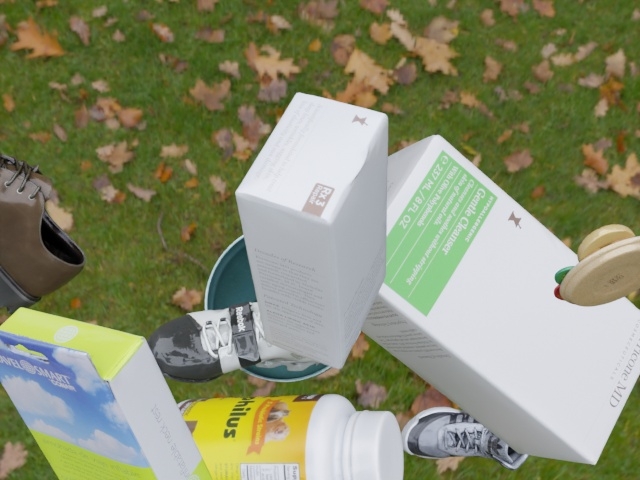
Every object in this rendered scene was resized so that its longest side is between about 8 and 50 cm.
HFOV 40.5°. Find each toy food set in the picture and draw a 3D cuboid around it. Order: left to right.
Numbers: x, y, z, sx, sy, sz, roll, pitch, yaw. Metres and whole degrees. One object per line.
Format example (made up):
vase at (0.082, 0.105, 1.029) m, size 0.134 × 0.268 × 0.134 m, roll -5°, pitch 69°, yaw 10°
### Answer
toy food set at (0.206, 0.020, 0.621) m, size 0.083 × 0.082 × 0.020 m, roll 3°, pitch 50°, yaw -30°

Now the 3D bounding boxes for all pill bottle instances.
pill bottle at (-0.037, 0.203, 0.802) m, size 0.215 × 0.117 × 0.117 m, roll -6°, pitch 57°, yaw 20°

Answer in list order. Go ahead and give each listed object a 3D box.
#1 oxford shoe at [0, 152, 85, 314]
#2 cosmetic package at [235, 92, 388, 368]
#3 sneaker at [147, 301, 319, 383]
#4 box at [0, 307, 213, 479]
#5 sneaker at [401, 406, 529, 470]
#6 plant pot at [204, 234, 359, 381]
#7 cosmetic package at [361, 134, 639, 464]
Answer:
oxford shoe at (-0.266, -0.047, 0.684) m, size 0.096 × 0.227 × 0.083 m, roll -27°, pitch 39°, yaw 6°
cosmetic package at (0.000, 0.000, 0.733) m, size 0.085 × 0.231 × 0.117 m, roll 17°, pitch 56°, yaw 17°
sneaker at (-0.113, 0.146, 1.406) m, size 0.330 × 0.146 × 0.122 m, roll -3°, pitch 63°, yaw -30°
box at (-0.137, 0.112, 0.539) m, size 0.109 × 0.178 × 0.042 m, roll 8°, pitch 41°, yaw 30°
sneaker at (0.301, 0.388, 1.695) m, size 0.268 × 0.153 × 0.101 m, roll 0°, pitch 93°, yaw -20°
plant pot at (-0.055, 0.132, 1.633) m, size 0.293 × 0.196 × 0.293 m, roll -1°, pitch 73°, yaw 4°
cosmetic package at (0.187, 0.075, 1.005) m, size 0.365 × 0.155 × 0.197 m, roll 37°, pitch 71°, yaw -13°
